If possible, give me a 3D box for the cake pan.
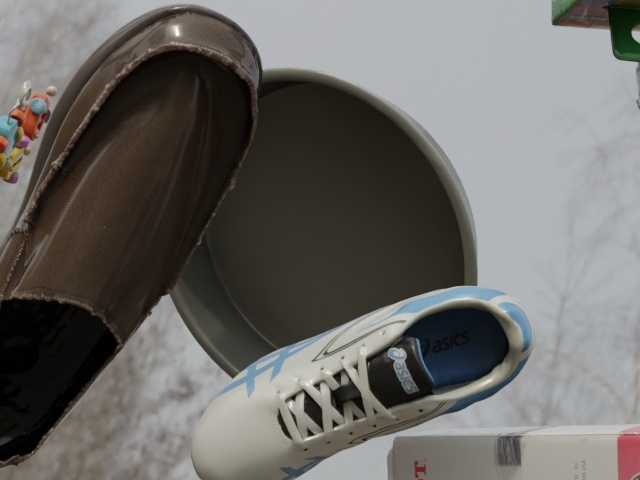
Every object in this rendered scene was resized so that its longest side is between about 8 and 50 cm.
[{"bbox_3d":[0.000,0.000,1.277,0.293,0.054,0.293,11,-67,26],"label":"cake pan"}]

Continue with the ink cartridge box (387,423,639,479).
[{"bbox_3d":[0.203,0.252,1.284,0.283,0.207,0.117,-6,-6,40],"label":"ink cartridge box"}]

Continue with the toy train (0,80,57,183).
[{"bbox_3d":[-0.348,-0.132,1.794,0.046,0.125,0.166,21,-4,2],"label":"toy train"}]

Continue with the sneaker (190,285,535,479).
[{"bbox_3d":[0.024,0.091,1.016,0.237,0.085,0.086,-24,-7,-2],"label":"sneaker"}]

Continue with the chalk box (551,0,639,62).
[{"bbox_3d":[0.368,-0.335,1.796,0.180,0.288,0.179,4,-8,-9],"label":"chalk box"}]

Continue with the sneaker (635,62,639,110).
[{"bbox_3d":[0.388,-0.172,1.837,0.053,0.144,0.059,8,-70,9],"label":"sneaker"}]

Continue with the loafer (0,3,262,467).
[{"bbox_3d":[-0.145,0.014,1.078,0.134,0.366,0.130,24,15,-26],"label":"loafer"}]
